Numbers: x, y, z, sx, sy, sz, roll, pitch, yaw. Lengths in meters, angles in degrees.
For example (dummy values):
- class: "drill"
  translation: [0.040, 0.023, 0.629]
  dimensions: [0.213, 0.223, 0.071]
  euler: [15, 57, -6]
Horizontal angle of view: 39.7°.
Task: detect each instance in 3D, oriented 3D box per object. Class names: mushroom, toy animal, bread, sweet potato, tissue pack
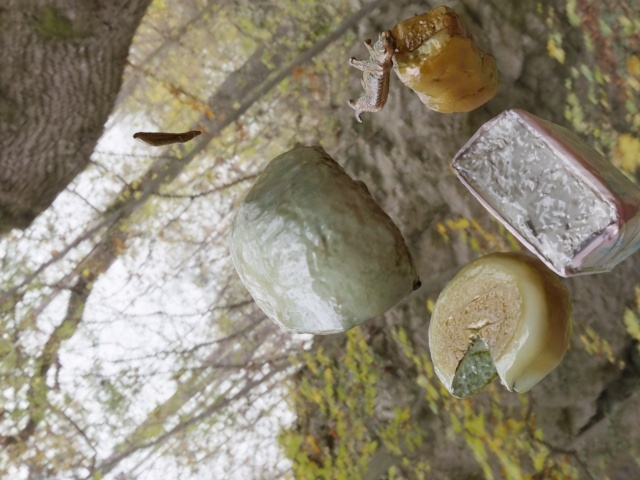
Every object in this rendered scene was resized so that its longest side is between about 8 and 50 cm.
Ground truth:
- class: "mushroom"
  translation: [-0.022, -0.010, 1.030]
  dimensions: [0.164, 0.189, 0.267]
  euler: [56, -178, -31]
- class: "toy animal"
  translation: [0.109, -0.348, 1.899]
  dimensions: [0.056, 0.241, 0.099]
  euler: [-23, -132, -32]
- class: "bread"
  translation: [0.370, 0.173, 1.806]
  dimensions: [0.160, 0.333, 0.333]
  euler: [20, -147, -36]
- class: "sweet potato"
  translation: [-0.242, -0.161, 1.398]
  dimensions: [0.115, 0.026, 0.026]
  euler: [-7, -128, -33]
- class: "tissue pack"
  translation: [0.303, -0.058, 1.107]
  dimensions: [0.201, 0.124, 0.271]
  euler: [46, -158, 21]
- class: "bread"
  translation: [0.288, -0.392, 2.016]
  dimensions: [0.344, 0.195, 0.149]
  euler: [23, -126, -59]
